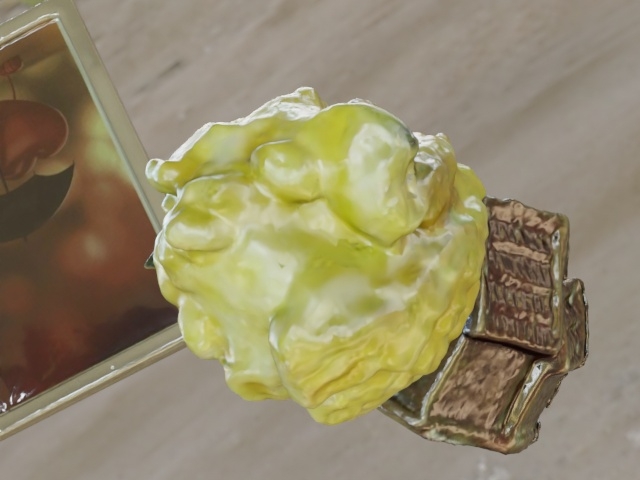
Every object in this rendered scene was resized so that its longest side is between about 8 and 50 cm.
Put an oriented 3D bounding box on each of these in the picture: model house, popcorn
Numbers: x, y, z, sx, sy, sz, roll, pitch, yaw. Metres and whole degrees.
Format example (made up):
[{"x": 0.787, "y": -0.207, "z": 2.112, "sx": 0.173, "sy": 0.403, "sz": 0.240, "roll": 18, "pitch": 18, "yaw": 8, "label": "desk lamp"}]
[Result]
[{"x": 0.093, "y": 0.042, "z": 1.062, "sx": 0.106, "sy": 0.165, "sz": 0.152, "roll": 44, "pitch": 111, "yaw": 41, "label": "model house"}, {"x": -0.006, "y": 0.002, "z": 0.878, "sx": 0.173, "sy": 0.173, "sz": 0.142, "roll": -42, "pitch": 19, "yaw": -16, "label": "popcorn"}]

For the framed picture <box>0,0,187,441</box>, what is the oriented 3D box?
[{"x": -0.222, "y": -0.017, "z": 1.340, "sx": 0.211, "sy": 0.289, "sz": 0.020, "roll": -27, "pitch": -14, "yaw": 3, "label": "framed picture"}]
